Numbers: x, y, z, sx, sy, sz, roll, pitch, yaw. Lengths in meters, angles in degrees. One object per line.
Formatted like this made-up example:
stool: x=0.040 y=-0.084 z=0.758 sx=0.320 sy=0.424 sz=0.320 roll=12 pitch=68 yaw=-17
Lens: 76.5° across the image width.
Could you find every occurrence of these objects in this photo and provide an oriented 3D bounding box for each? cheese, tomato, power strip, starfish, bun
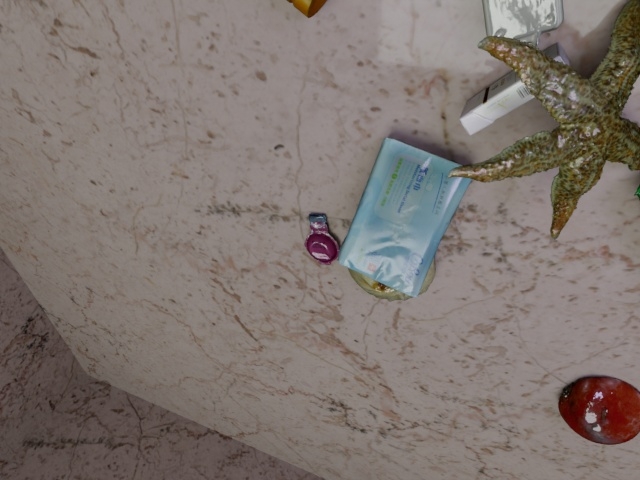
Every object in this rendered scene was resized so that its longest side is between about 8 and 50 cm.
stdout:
cheese: x=0.000 y=0.000 z=1.005 sx=0.096 sy=0.038 sz=0.144 roll=5 pitch=123 yaw=23
tomato: x=0.670 y=0.421 z=0.962 sx=0.174 sy=0.099 sz=0.189 roll=24 pitch=133 yaw=11
power strip: x=0.243 y=-0.415 z=0.512 sx=0.098 sy=0.058 sz=0.338 roll=-3 pitch=126 yaw=31
starfish: x=0.338 y=-0.135 z=0.548 sx=0.078 sy=0.358 sz=0.346 roll=46 pitch=165 yaw=54
bun: x=0.149 y=0.057 z=0.912 sx=0.223 sy=0.127 sz=0.222 roll=15 pitch=130 yaw=19

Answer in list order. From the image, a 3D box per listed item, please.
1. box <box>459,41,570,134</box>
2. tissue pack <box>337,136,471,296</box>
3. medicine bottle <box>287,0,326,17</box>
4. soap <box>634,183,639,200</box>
box: x=0.294 y=-0.230 z=0.622 sx=0.040 sy=0.083 sz=0.154 roll=46 pitch=133 yaw=-15
tissue pack: x=0.155 y=-0.045 z=0.777 sx=0.177 sy=0.089 sz=0.263 roll=23 pitch=106 yaw=9
medicine bottle: x=-0.066 y=-0.446 z=0.622 sx=0.192 sy=0.096 sz=0.096 roll=38 pitch=135 yaw=-6
soap: x=0.602 y=-0.001 z=0.578 sx=0.273 sy=0.098 sz=0.218 roll=55 pitch=157 yaw=-2
